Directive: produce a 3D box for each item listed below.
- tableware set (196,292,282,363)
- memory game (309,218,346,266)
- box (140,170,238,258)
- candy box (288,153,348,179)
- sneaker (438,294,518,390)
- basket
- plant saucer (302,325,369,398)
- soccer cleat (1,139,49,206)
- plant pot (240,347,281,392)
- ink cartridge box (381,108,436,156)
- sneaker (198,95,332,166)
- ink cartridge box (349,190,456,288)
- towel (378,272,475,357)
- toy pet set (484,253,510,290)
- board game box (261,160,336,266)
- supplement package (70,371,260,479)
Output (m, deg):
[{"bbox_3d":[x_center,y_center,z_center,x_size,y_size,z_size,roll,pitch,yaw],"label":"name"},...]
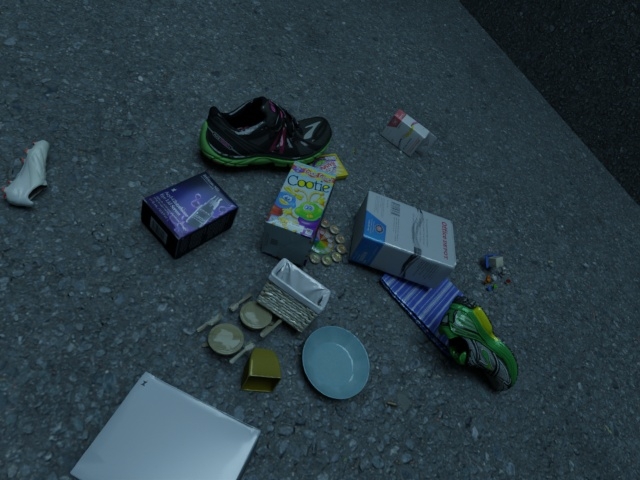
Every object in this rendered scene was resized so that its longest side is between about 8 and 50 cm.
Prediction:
[{"bbox_3d":[-0.204,0.228,1.083,0.128,0.039,0.194,38,43,17],"label":"tableware set"},{"bbox_3d":[0.000,0.000,1.353,0.186,0.012,0.186,13,53,-18],"label":"memory game"},{"bbox_3d":[-0.357,-0.073,1.166,0.153,0.108,0.207,45,51,9],"label":"box"},{"bbox_3d":[-0.007,-0.255,1.514,0.205,0.027,0.105,-15,68,-33],"label":"candy box"},{"bbox_3d":[0.455,0.327,1.253,0.146,0.134,0.343,-43,107,-15],"label":"sneaker"},{"bbox_3d":[-0.074,0.148,1.139,0.167,0.103,0.113,36,24,-1],"label":"basket"},{"bbox_3d":[0.037,0.327,1.131,0.195,0.037,0.195,13,53,-18],"label":"plant saucer"},{"bbox_3d":[-0.730,-0.170,1.082,0.076,0.068,0.196,20,59,-19],"label":"soccer cleat"},{"bbox_3d":[-0.145,0.311,1.030,0.081,0.081,0.083,11,43,-19],"label":"plant pot"},{"bbox_3d":[0.368,-0.434,1.762,0.198,0.115,0.067,37,49,2],"label":"ink cartridge box"},{"bbox_3d":[-0.151,-0.363,1.389,0.482,0.202,0.185,-15,47,-34],"label":"sneaker"},{"bbox_3d":[0.267,-0.003,1.383,0.307,0.129,0.223,19,45,-7],"label":"ink cartridge box"},{"bbox_3d":[0.372,0.189,1.389,0.336,0.040,0.243,47,50,10],"label":"towel"},{"bbox_3d":[0.634,0.113,1.571,0.122,0.065,0.114,-12,99,-29],"label":"toy pet set"},{"bbox_3d":[-0.062,-0.085,1.282,0.142,0.144,0.275,18,51,1],"label":"board game box"},{"bbox_3d":[-0.281,0.420,0.811,0.261,0.145,0.204,24,49,7],"label":"supplement package"}]
